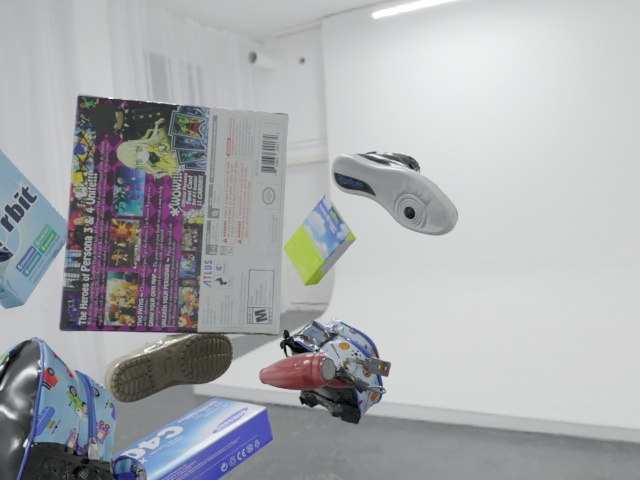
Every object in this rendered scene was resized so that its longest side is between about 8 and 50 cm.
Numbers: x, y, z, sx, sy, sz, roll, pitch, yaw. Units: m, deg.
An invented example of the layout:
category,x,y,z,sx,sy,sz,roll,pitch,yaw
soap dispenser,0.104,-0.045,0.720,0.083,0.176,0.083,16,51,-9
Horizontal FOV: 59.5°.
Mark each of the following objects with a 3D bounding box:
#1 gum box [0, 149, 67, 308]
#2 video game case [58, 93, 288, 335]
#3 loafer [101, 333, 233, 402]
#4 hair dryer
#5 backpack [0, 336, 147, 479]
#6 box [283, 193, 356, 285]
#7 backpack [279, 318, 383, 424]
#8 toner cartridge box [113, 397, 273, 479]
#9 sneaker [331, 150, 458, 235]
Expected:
category,x,y,z,sx,sy,sz,roll,pitch,yaw
gum box,-0.444,-0.025,0.768,0.041,0.184,0.156,-13,39,22
video game case,-0.142,-0.022,0.568,0.211,0.231,0.042,2,-5,-11
loafer,-0.276,0.218,1.020,0.092,0.101,0.269,3,3,40
hair dryer,0.008,0.313,1.241,0.294,0.080,0.223,7,-32,2
backpack,-0.188,0.159,0.354,0.158,0.173,0.117,-38,-50,23
box,0.000,0.000,1.176,0.043,0.109,0.178,-5,-36,-45
backpack,0.052,0.364,1.546,0.213,0.276,0.263,-33,37,-24
toner cartridge box,-0.267,0.406,1.034,0.165,0.075,0.348,-4,10,39
sneaker,0.132,-0.083,0.819,0.121,0.079,0.217,-18,39,-43
